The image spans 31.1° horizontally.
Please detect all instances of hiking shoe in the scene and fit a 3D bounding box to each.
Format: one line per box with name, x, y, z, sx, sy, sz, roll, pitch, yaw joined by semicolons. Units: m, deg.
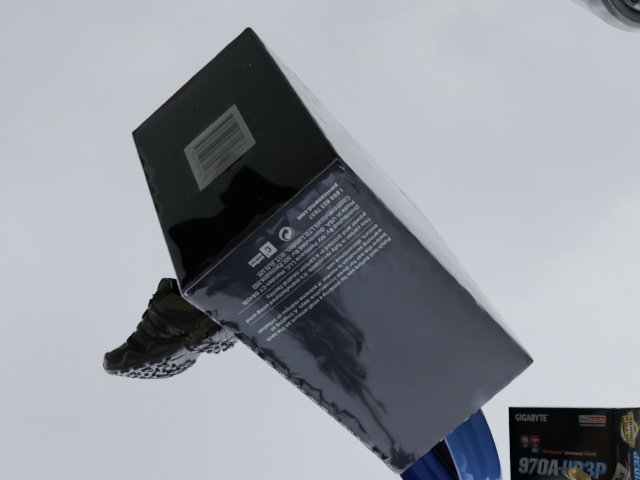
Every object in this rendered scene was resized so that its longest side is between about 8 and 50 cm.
hiking shoe;-0.197;0.111;1.516;0.227;0.086;0.114;-23;-114;28

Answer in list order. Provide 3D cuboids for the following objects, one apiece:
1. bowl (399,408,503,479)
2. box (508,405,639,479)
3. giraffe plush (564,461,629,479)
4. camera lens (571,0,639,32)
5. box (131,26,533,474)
bowl;0.150;0.257;1.764;0.077;0.391;0.391;-25;-149;-14
box;0.344;0.312;1.558;0.051;0.175;0.220;3;172;-30
giraffe plush;0.273;0.369;1.364;0.170;0.210;0.181;-2;-166;-29
camera lens;0.370;-0.400;1.446;0.219;0.219;0.274;-25;-145;-7
box;0.000;0.000;1.145;0.179;0.312;0.343;-40;-147;7
